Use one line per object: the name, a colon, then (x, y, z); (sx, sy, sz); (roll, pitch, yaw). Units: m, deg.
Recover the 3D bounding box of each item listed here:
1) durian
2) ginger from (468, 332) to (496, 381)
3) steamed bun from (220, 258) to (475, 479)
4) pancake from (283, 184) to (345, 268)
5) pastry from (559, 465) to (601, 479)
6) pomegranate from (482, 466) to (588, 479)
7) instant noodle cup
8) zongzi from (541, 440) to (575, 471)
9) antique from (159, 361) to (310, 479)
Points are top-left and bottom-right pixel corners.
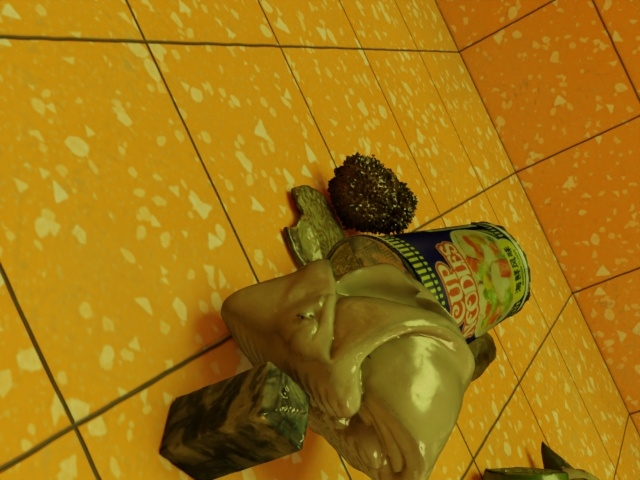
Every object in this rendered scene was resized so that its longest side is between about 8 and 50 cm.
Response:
durian: (0.113, -0.087, 1.761); (0.196, 0.167, 0.196); (17, 15, -5)
ginger: (0.274, 0.255, 1.779); (0.109, 0.116, 0.263); (40, 45, 20)
steamed bun: (0.070, 0.169, 1.243); (0.367, 0.255, 0.342); (30, -24, 49)
pancake: (0.000, 0.000, 1.650); (0.212, 0.029, 0.235); (51, 30, -27)
pastry: (0.569, 0.642, 1.934); (0.265, 0.133, 0.265); (8, 49, -9)
pomegranate: (0.456, 0.561, 1.818); (0.241, 0.190, 0.159); (5, 79, -36)
instant noodle cup: (0.205, 0.090, 1.547); (0.312, 0.284, 0.284); (-16, 80, -37)
zongzi: (0.622, 0.697, 2.055); (0.360, 0.160, 0.323); (51, 29, -7)
antique: (-0.103, 0.232, 1.094); (0.086, 0.183, 0.088); (47, 32, -32)
